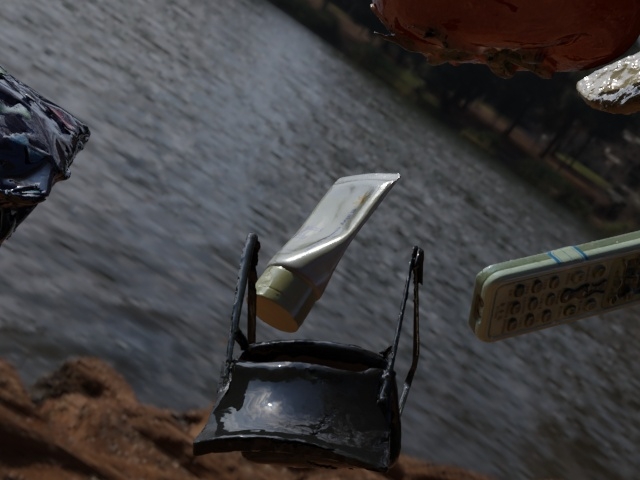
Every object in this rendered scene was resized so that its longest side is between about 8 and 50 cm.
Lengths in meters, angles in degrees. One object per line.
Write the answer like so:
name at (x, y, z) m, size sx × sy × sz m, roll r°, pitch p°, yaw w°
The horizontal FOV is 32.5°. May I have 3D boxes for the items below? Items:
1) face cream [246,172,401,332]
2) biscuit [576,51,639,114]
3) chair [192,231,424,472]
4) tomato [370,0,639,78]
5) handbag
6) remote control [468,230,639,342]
face cream at (0.000, 0.000, 1.283) m, size 0.114 × 0.224 × 0.070 m, roll 0°, pitch -42°, yaw 49°
biscuit at (0.435, -0.211, 1.347) m, size 0.032 × 0.250 × 0.133 m, roll 51°, pitch 27°, yaw -29°
chair at (-0.004, 0.113, 0.776) m, size 0.140 × 0.145 × 0.221 m, roll 3°, pitch 35°, yaw 6°
tomato at (0.225, -0.336, 1.289) m, size 0.341 × 0.273 × 0.341 m, roll 7°, pitch 1°, yaw 0°
handbag at (-0.256, -0.077, 0.764) m, size 0.162 × 0.113 × 0.260 m, roll 43°, pitch 12°, yaw -19°
remote control at (0.372, 0.058, 1.613) m, size 0.335 × 0.128 × 0.065 m, roll -12°, pitch 38°, yaw -20°
